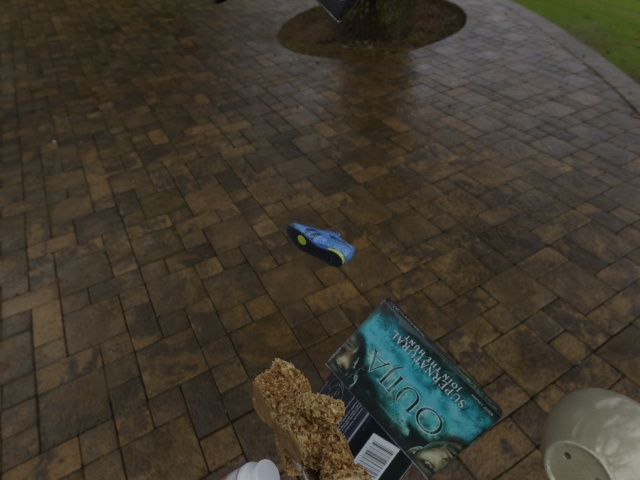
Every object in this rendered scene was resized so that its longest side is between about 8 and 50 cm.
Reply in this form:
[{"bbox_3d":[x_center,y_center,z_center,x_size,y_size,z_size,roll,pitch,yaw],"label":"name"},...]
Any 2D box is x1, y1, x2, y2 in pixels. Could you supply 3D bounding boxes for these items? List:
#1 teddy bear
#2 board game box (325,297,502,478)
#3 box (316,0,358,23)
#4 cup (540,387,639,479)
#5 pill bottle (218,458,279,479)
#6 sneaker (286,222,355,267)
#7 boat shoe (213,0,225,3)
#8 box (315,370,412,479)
[{"bbox_3d":[-0.013,0.389,0.812,0.113,0.246,0.337,-15,22,-32],"label":"teddy bear"},{"bbox_3d":[0.109,0.182,0.518,0.186,0.126,0.026,45,17,18],"label":"board game box"},{"bbox_3d":[0.127,-0.422,0.426,0.073,0.295,0.294,33,60,-21],"label":"box"},{"bbox_3d":[0.754,0.604,1.136,0.236,0.332,0.331,-2,36,-37],"label":"cup"},{"bbox_3d":[-0.226,0.748,1.240,0.216,0.121,0.121,-40,37,23],"label":"pill bottle"},{"bbox_3d":[0.000,0.000,1.154,0.209,0.069,0.082,28,49,23],"label":"sneaker"},{"bbox_3d":[-0.108,-0.522,0.770,0.284,0.093,0.103,0,31,29],"label":"boat shoe"},{"bbox_3d":[0.128,0.583,1.330,0.211,0.294,0.395,34,4,-11],"label":"box"}]
